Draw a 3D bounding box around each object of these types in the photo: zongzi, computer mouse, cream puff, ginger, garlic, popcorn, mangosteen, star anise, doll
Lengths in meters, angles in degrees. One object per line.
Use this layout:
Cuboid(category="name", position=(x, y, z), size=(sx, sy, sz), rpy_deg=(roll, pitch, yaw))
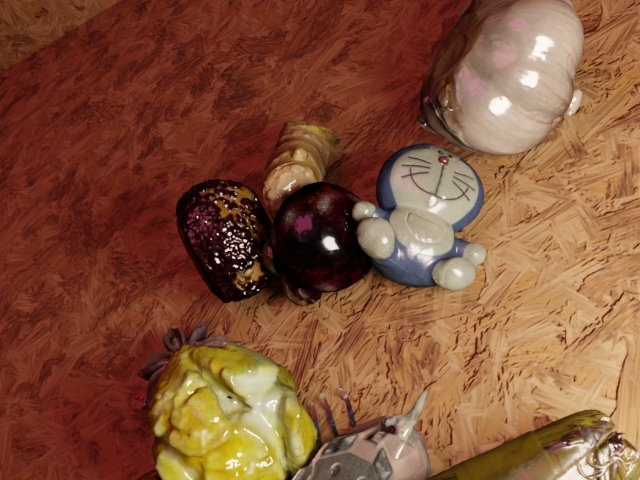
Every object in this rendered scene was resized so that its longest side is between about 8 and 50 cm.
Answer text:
Cuboid(category="zongzi", position=(0.267, 0.367, 0.859), size=(0.274, 0.145, 0.300), rpy_deg=(-27, 58, 9))
Cuboid(category="computer mouse", position=(0.041, 0.371, 1.032), size=(0.199, 0.115, 0.389), rpy_deg=(16, 62, 48))
Cuboid(category="cream puff", position=(-0.170, -0.005, 1.456), size=(0.165, 0.239, 0.239), rpy_deg=(-26, 39, -7))
Cuboid(category="ginger", position=(-0.043, -0.149, 1.544), size=(0.126, 0.190, 0.354), rpy_deg=(18, 41, 2))
Cuboid(category="garlic", position=(0.312, -0.296, 1.329), size=(0.322, 0.241, 0.322), rpy_deg=(-20, 56, 33))
Cuboid(category="popcorn", position=(-0.138, 0.266, 1.161), size=(0.225, 0.276, 0.276), rpy_deg=(-25, 39, -5))
Cuboid(category="mangosteen", position=(0.000, 0.000, 1.346), size=(0.210, 0.210, 0.210), rpy_deg=(-22, 43, 22))
Cuboid(category="star anise", position=(-0.250, 0.237, 1.413), size=(0.212, 0.073, 0.197), rpy_deg=(19, 58, 47))
Cuboid(category="doll", position=(0.172, -0.045, 1.277), size=(0.228, 0.154, 0.258), rpy_deg=(21, 68, 1))

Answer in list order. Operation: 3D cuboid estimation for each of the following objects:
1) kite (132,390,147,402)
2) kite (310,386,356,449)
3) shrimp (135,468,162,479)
Cuboid(category="kite", position=(-0.260, 0.279, 1.444), size=(0.222, 0.008, 0.125), rpy_deg=(14, 61, 45))
Cuboid(category="kite", position=(0.038, 0.320, 1.160), size=(0.127, 0.016, 0.229), rpy_deg=(-27, 44, 12))
Cuboid(category="shrimp", position=(-0.264, 0.425, 1.274), size=(0.267, 0.061, 0.145), rpy_deg=(-38, 30, 8))
